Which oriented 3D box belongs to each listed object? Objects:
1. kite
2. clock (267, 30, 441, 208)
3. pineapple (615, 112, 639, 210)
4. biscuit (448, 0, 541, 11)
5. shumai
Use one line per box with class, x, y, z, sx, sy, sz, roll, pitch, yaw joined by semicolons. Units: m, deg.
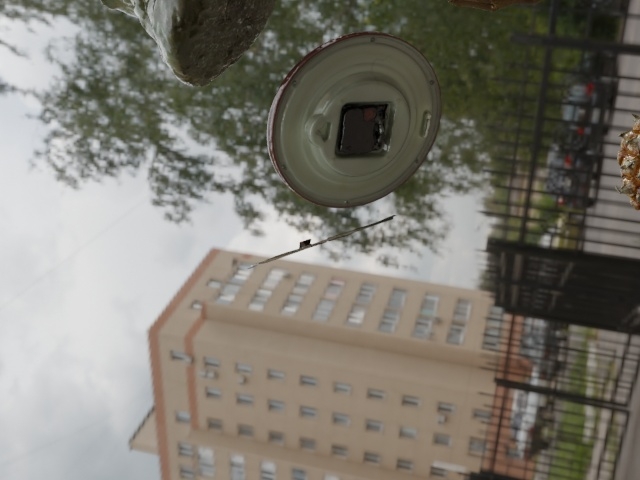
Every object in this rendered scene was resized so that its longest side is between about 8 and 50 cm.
kite;0.001;0.001;1.205;0.250;0.229;0.012;-13;-95;-69
clock;0.063;-0.197;1.491;0.080;0.319;0.318;-128;31;-51
pineapple;0.552;-0.107;1.456;0.079;0.135;0.233;-24;78;59
biscuit;0.231;-0.372;1.163;0.182;0.215;0.034;61;-156;-54
shumai;-0.263;-0.524;1.673;0.324;0.324;0.397;-16;-48;-66
